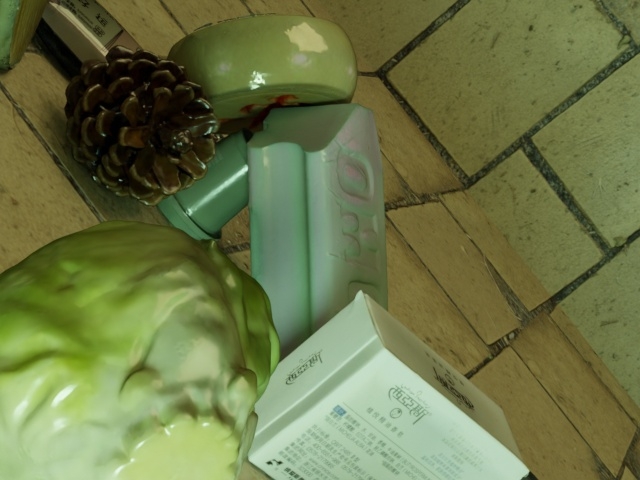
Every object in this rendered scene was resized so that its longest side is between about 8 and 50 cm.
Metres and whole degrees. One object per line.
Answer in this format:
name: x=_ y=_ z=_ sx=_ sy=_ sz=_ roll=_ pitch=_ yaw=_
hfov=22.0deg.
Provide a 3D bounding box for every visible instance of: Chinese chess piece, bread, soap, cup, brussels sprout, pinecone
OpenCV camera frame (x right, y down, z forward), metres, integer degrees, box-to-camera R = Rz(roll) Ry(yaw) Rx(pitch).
Chinese chess piece: x=-0.076 y=-0.209 z=2.125 sx=0.251 sy=0.251 sz=0.097 roll=17 pitch=64 yaw=-64
bread: x=-0.339 y=-0.327 z=1.936 sx=0.040 sy=0.267 sz=0.267 roll=19 pitch=21 yaw=-5
soap: x=0.000 y=0.000 z=2.051 sx=0.208 sy=0.115 sz=0.347 roll=16 pitch=70 yaw=-66
cup: x=-0.132 y=-0.076 z=2.110 sx=0.120 sy=0.141 sz=0.120 roll=47 pitch=13 yaw=-15
brussels sprout: x=-0.171 y=0.123 z=1.301 sx=0.316 sy=0.274 sz=0.242 roll=-90 pitch=161 yaw=-60
pinecone: x=-0.209 y=-0.129 z=1.964 sx=0.186 sy=0.168 sz=0.212 roll=19 pitch=19 yaw=-38

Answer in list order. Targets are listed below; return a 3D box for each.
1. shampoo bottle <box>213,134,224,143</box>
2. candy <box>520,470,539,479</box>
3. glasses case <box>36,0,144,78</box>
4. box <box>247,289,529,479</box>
shampoo bottle: x=-0.209 y=-0.180 z=2.277 sx=0.236 sy=0.067 sz=0.068 roll=49 pitch=5 yaw=-6
candy: x=0.273 y=0.357 z=2.377 sx=0.174 sy=0.071 sz=0.138 roll=45 pitch=16 yaw=-19
glasses case: x=-0.277 y=-0.230 z=2.166 sx=0.314 sy=0.075 sz=0.122 roll=48 pitch=21 yaw=-12
box: x=0.070 y=0.220 z=1.871 sx=0.274 sy=0.203 sz=0.116 roll=40 pitch=17 yaw=-32
